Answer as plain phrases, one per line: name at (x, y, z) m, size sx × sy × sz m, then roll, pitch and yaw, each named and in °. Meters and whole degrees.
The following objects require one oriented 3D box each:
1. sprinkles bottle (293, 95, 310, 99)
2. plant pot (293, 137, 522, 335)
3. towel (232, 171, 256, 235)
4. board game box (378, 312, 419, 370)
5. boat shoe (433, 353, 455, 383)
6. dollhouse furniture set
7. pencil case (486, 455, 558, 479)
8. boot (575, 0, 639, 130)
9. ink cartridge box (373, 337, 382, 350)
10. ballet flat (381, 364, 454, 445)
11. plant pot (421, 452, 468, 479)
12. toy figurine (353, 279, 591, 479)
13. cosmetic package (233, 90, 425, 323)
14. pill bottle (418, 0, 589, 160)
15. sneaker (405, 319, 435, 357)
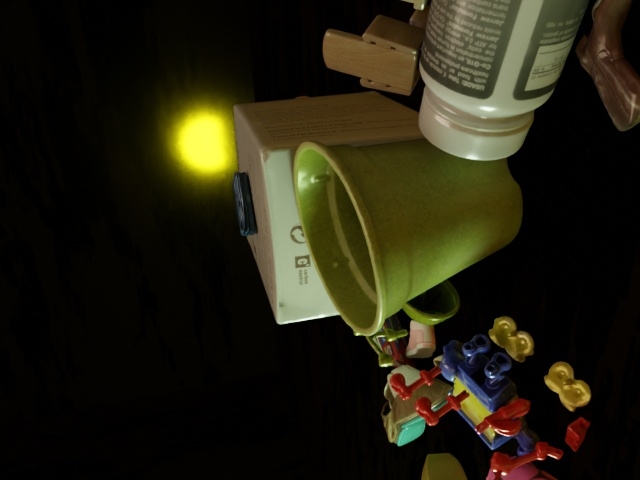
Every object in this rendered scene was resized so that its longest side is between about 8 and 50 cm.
sprinkles bottle at (-0.013, -0.280, 1.583) m, size 0.355 × 0.122 × 0.121 m, roll -112°, pitch 18°, yaw -45°
plant pot at (0.130, -0.037, 0.790) m, size 0.276 × 0.254 × 0.275 m, roll 162°, pitch 90°, yaw -74°
towel at (-0.148, -0.068, 1.058) m, size 0.067 × 0.029 × 0.119 m, roll 151°, pitch 109°, yaw -77°
board game box at (0.143, 0.156, 1.249) m, size 0.145 × 0.027 × 0.281 m, roll 40°, pitch -152°, yaw -54°
boat shoe at (0.249, 0.240, 0.979) m, size 0.137 × 0.043 × 0.049 m, roll -132°, pitch 38°, yaw -65°
dollhouse furniture set at (0.084, -0.407, 0.700) m, size 0.286 × 0.198 × 0.303 m, roll 89°, pitch -155°, yaw -54°
pencil case at (0.299, 0.362, 0.727) m, size 0.209 × 0.098 × 0.095 m, roll -175°, pitch 76°, yaw -77°
boot at (0.293, -0.173, 0.530) m, size 0.106 × 0.037 × 0.114 m, roll 78°, pitch 180°, yaw -65°
ink cartridge box at (0.121, 0.169, 1.361) m, size 0.235 × 0.056 × 0.171 m, roll -129°, pitch 16°, yaw -63°
ballet flat at (0.185, 0.332, 1.155) m, size 0.124 × 0.116 × 0.342 m, roll 60°, pitch 164°, yaw 26°
plant pot at (0.240, 0.472, 1.098) m, size 0.083 × 0.082 × 0.081 m, roll -98°, pitch 8°, yaw -50°
toy figurine at (0.205, 0.223, 0.830) m, size 0.362 × 0.191 × 0.217 m, roll 44°, pitch 160°, yaw 43°
cosmetic package at (0.024, -0.090, 1.096) m, size 0.393 × 0.328 × 0.329 m, roll -123°, pitch 27°, yaw -63°
pill bottle at (0.199, -0.243, 0.613) m, size 0.283 × 0.162 × 0.161 m, roll 95°, pitch 161°, yaw -45°
sneaker at (0.205, 0.200, 1.137) m, size 0.134 × 0.051 × 0.070 m, roll 98°, pitch 172°, yaw -67°
